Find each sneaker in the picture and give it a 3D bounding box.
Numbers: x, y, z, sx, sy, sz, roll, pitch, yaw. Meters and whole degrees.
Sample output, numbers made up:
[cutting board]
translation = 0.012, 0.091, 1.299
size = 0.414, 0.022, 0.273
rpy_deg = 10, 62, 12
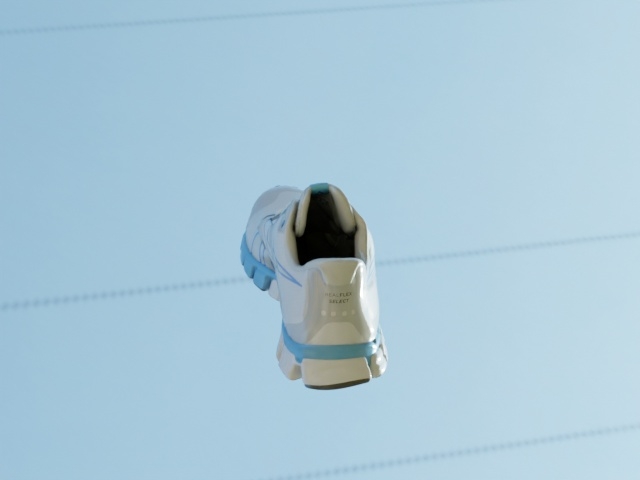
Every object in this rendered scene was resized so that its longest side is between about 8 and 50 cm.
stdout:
[sneaker]
translation = 0.000, 0.000, 1.048
size = 0.071, 0.191, 0.083
rpy_deg = -5, -65, -11
